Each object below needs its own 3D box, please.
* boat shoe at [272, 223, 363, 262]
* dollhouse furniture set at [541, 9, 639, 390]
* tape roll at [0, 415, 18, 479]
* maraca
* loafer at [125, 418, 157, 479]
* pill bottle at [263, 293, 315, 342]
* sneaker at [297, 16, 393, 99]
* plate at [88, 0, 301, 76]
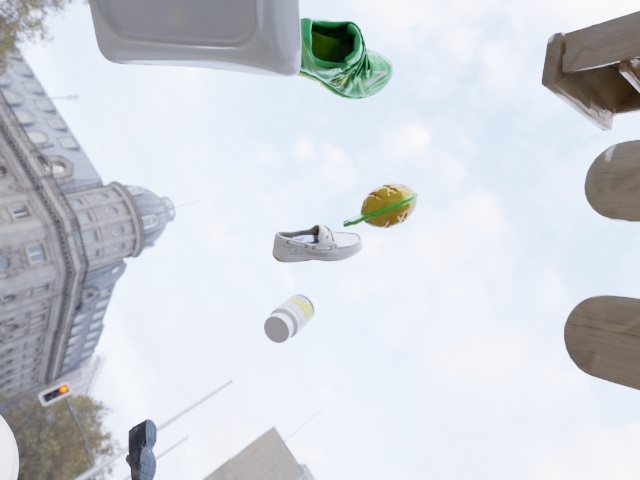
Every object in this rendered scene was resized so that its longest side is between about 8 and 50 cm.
[{"bbox_3d":[0.000,0.000,1.298,0.098,0.277,0.096,-122,-148,-49],"label":"boat shoe"},{"bbox_3d":[0.382,-0.038,0.481,0.256,0.362,0.394,5,-96,54],"label":"dollhouse furniture set"},{"bbox_3d":[-0.585,0.347,0.611,0.169,0.246,0.246,-38,-103,12],"label":"tape roll"},{"bbox_3d":[0.138,-0.072,1.042,0.186,0.127,0.099,-22,-86,7],"label":"maraca"},{"bbox_3d":[-0.423,0.509,1.050,0.170,0.061,0.062,-106,172,-49],"label":"loafer"},{"bbox_3d":[-0.111,0.279,1.614,0.119,0.208,0.119,6,-74,22],"label":"pill bottle"},{"bbox_3d":[0.046,-0.342,0.858,0.123,0.295,0.109,7,-83,47],"label":"sneaker"},{"bbox_3d":[-0.160,-0.325,0.490,0.278,0.045,0.277,9,-55,11],"label":"plate"}]
